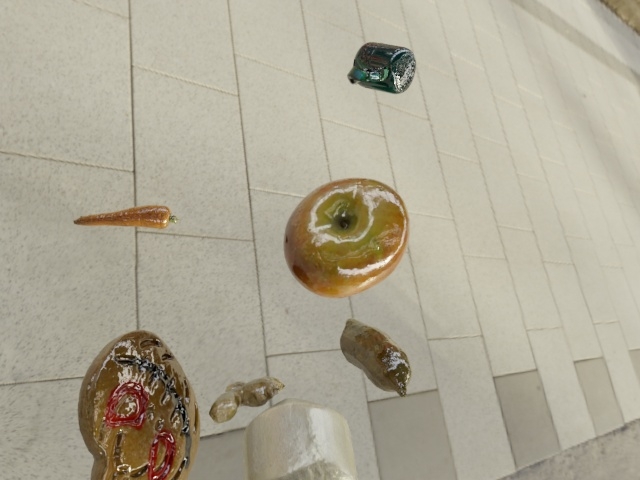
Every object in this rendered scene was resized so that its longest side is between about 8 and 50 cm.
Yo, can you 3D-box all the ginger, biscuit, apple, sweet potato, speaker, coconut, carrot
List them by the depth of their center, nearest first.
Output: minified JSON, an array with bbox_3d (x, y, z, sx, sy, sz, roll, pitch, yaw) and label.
[{"bbox_3d":[0.074,-0.218,0.616,0.094,0.075,0.060,-45,142,-28],"label":"speaker"},{"bbox_3d":[0.050,-0.001,0.856,0.235,0.173,0.210,-17,62,2],"label":"apple"},{"bbox_3d":[-0.354,0.373,0.950,0.314,0.063,0.367,-73,149,-60],"label":"biscuit"},{"bbox_3d":[-0.044,0.449,0.979,0.238,0.237,0.265,22,29,-30],"label":"coconut"},{"bbox_3d":[-0.161,0.343,1.031,0.214,0.133,0.058,14,70,-80],"label":"ginger"},{"bbox_3d":[-0.482,-0.059,1.156,0.257,0.061,0.061,0,67,-2],"label":"carrot"},{"bbox_3d":[0.178,0.353,1.428,0.158,0.370,0.157,-8,108,-27],"label":"sweet potato"}]
